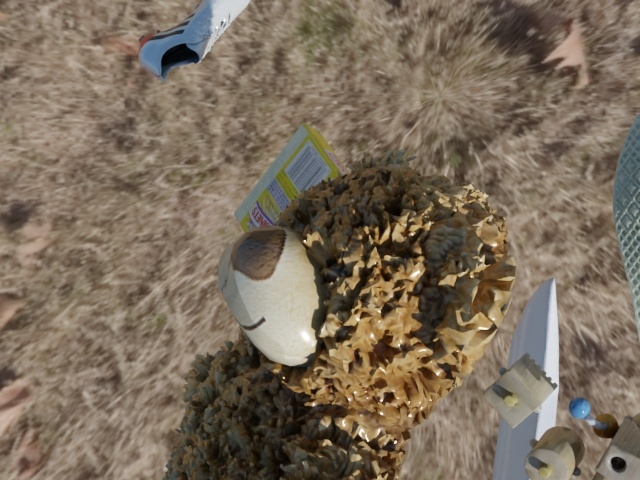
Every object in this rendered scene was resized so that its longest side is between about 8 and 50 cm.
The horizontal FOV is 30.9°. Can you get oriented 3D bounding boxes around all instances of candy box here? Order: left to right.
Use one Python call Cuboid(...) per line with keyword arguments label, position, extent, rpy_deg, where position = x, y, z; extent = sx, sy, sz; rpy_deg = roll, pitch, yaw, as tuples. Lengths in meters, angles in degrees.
Cuboid(label="candy box", position=(0.000, 0.000, 0.926), extent=(0.027, 0.206, 0.105), rpy_deg=(22, 114, -38))

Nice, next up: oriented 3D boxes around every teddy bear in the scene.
Cuboid(label="teddy bear", position=(-0.034, 0.112, 0.553), extent=(0.113, 0.245, 0.338), rpy_deg=(24, 127, -6))

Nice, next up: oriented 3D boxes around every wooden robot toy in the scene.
Cuboid(label="wooden robot toy", position=(0.179, 0.127, 0.678), extent=(0.173, 0.079, 0.076), rpy_deg=(32, 121, 17))

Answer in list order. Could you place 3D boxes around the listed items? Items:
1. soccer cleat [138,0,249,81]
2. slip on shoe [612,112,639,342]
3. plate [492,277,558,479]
Cuboid(label="soccer cleat", position=(-0.075, -0.129, 0.719), extent=(0.083, 0.029, 0.035), rpy_deg=(-33, 55, -6))
Cuboid(label="slip on shoe", position=(0.399, 0.004, 1.263), extent=(0.101, 0.123, 0.331), rpy_deg=(-18, 103, -36))
Cuboid(label="plate", position=(0.221, 0.219, 1.239), extent=(0.045, 0.277, 0.278), rpy_deg=(5, 60, 16))
